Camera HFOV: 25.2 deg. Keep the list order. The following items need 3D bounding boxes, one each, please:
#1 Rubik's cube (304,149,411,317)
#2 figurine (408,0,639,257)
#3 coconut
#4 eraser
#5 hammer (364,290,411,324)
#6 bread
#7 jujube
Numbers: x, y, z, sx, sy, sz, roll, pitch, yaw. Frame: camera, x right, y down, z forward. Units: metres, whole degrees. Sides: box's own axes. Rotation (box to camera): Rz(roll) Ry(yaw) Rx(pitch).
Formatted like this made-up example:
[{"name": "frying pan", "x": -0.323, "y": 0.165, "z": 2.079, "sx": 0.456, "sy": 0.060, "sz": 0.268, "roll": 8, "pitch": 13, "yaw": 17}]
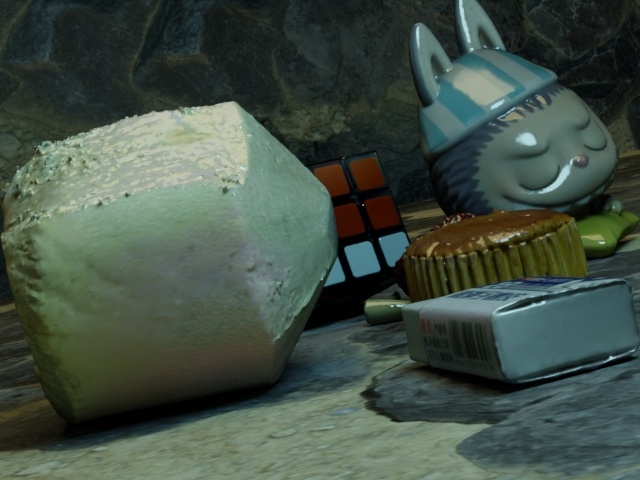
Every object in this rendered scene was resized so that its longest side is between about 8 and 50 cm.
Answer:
[{"name": "Rubik's cube", "x": 0.000, "y": 0.000, "z": 1.758, "sx": 0.163, "sy": 0.160, "sz": 0.162, "roll": -14, "pitch": -12, "yaw": -31}, {"name": "figurine", "x": 0.267, "y": -0.160, "z": 1.935, "sx": 0.266, "sy": 0.377, "sz": 0.361, "roll": -11, "pitch": 5, "yaw": 8}, {"name": "coconut", "x": -0.135, "y": 0.012, "z": 1.372, "sx": 0.310, "sy": 0.297, "sz": 0.297, "roll": -15, "pitch": 4, "yaw": -6}, {"name": "eraser", "x": 0.160, "y": 0.071, "z": 1.195, "sx": 0.125, "sy": 0.068, "sz": 0.210, "roll": -14, "pitch": 3, "yaw": -16}, {"name": "hammer", "x": 0.093, "y": 0.072, "z": 1.693, "sx": 0.060, "sy": 0.028, "sz": 0.195, "roll": -6, "pitch": 4, "yaw": 9}, {"name": "bread", "x": 0.183, "y": 0.024, "z": 1.520, "sx": 0.199, "sy": 0.104, "sz": 0.199, "roll": -14, "pitch": 5, "yaw": 1}, {"name": "jujube", "x": 0.151, "y": 0.023, "z": 1.685, "sx": 0.166, "sy": 0.104, "sz": 0.104, "roll": -16, "pitch": 6, "yaw": -38}]
